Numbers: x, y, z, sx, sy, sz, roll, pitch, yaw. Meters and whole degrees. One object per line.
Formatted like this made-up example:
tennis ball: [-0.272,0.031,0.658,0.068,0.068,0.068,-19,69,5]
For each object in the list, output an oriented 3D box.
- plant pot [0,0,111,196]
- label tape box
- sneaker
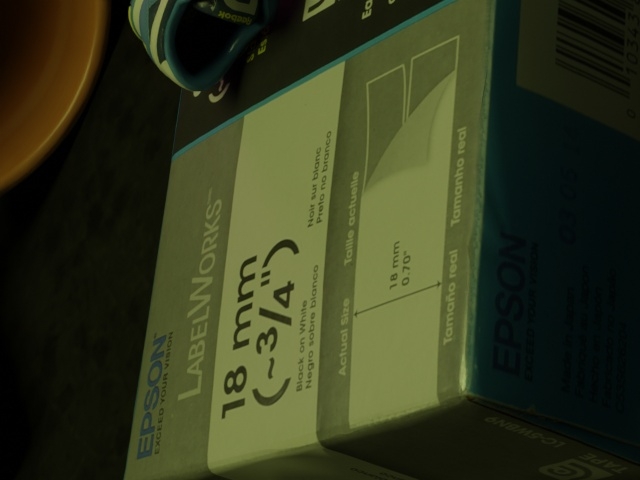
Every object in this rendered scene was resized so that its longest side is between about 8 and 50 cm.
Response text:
plant pot: [-0.303,-0.171,1.154,0.291,0.291,0.203,-65,27,8]
label tape box: [0.000,0.000,0.754,0.333,0.106,0.241,-23,54,50]
sneaker: [-0.030,-0.123,0.725,0.144,0.053,0.059,-59,29,30]
